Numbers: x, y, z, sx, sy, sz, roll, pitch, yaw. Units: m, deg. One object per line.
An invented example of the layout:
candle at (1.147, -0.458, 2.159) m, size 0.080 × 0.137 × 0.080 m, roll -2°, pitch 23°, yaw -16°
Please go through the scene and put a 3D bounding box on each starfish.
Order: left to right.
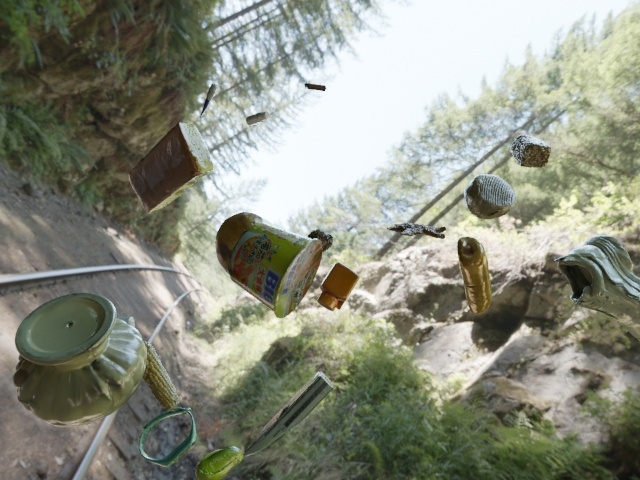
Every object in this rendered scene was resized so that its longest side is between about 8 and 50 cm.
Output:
starfish at (0.353, -0.042, 1.488) m, size 0.240 × 0.227 × 0.043 m, roll 20°, pitch -74°, yaw 60°

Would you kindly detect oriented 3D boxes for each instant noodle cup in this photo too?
instant noodle cup at (-0.108, 0.061, 0.929) m, size 0.152 × 0.205 × 0.205 m, roll 24°, pitch -27°, yaw 19°

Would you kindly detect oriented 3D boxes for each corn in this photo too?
corn at (-0.624, 0.503, 1.503) m, size 0.288 × 0.086 × 0.086 m, roll 55°, pitch -16°, yaw 10°

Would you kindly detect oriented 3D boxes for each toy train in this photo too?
toy train at (-0.073, 0.407, 0.913) m, size 0.048 × 0.252 × 0.055 m, roll 45°, pitch -2°, yaw 3°

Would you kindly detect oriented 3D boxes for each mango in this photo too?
mango at (-0.345, 0.765, 1.371) m, size 0.074 × 0.165 × 0.091 m, roll -55°, pitch -129°, yaw 48°

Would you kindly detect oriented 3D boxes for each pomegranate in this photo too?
pomegranate at (-0.301, 0.024, 1.657) m, size 0.281 × 0.281 × 0.281 m, roll 48°, pitch -17°, yaw 20°

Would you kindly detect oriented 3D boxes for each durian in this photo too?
durian at (0.000, 0.000, 1.241) m, size 0.091 × 0.080 × 0.080 m, roll -22°, pitch -72°, yaw 33°

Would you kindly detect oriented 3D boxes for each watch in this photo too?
watch at (-0.617, 0.799, 1.646) m, size 0.195 × 0.237 × 0.068 m, roll 43°, pitch -29°, yaw 19°

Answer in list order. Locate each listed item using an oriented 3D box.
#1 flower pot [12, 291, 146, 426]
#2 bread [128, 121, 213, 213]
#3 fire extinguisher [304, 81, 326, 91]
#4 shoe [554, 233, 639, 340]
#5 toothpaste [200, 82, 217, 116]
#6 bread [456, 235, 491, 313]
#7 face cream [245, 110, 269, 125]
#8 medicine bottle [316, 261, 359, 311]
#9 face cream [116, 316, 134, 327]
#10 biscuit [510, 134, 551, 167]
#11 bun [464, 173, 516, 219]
flower pot at (-0.621, 0.287, 1.032) m, size 0.307 × 0.307 × 0.244 m, roll 42°, pitch -41°, yaw 36°
bread at (-0.431, -0.197, 1.140) m, size 0.361 × 0.077 × 0.138 m, roll -19°, pitch -84°, yaw 44°
fire extinguisher at (-0.021, -0.548, 1.425) m, size 0.022 × 0.083 × 0.028 m, roll -114°, pitch -148°, yaw -48°
shoe at (0.814, 0.161, 1.140) m, size 0.132 × 0.210 × 0.342 m, roll 103°, pitch -33°, yaw -64°
toothpaste at (-0.259, -0.320, 0.921) m, size 0.015 × 0.083 × 0.024 m, roll 23°, pitch 27°, yaw -22°
bread at (0.524, 0.120, 1.354) m, size 0.142 × 0.091 × 0.305 m, roll -86°, pitch 156°, yaw -45°
face cream at (-0.217, -0.428, 1.399) m, size 0.130 × 0.034 × 0.034 m, roll 6°, pitch -49°, yaw 54°
medicine bottle at (0.081, 0.238, 2.028) m, size 0.149 × 0.222 × 0.112 m, roll 33°, pitch -19°, yaw 3°
face cream at (-0.902, 0.347, 1.572) m, size 0.143 × 0.314 × 0.089 m, roll -103°, pitch -166°, yaw -51°
biscuit at (0.606, -0.261, 1.161) m, size 0.081 × 0.168 × 0.071 m, roll 11°, pitch -62°, yaw 10°
bun at (0.568, -0.138, 1.373) m, size 0.167 × 0.173 × 0.113 m, roll 50°, pitch -31°, yaw 23°
